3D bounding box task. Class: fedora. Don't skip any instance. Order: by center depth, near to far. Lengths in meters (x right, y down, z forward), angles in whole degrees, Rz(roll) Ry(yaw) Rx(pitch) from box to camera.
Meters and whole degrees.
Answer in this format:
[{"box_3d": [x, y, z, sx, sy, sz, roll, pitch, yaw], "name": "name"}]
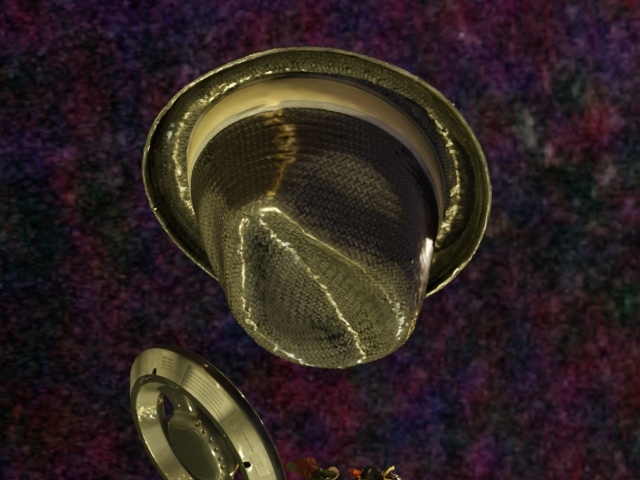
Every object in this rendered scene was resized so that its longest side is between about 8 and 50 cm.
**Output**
[{"box_3d": [0.000, 0.000, 0.932, 0.152, 0.334, 0.334, -92, 156, -44], "name": "fedora"}]

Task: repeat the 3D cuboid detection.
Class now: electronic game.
[{"box_3d": [-0.119, 0.209, 1.117, 0.048, 0.229, 0.229, -33, 117, -36], "name": "electronic game"}]

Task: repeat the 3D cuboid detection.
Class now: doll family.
[{"box_3d": [0.050, 0.309, 1.333, 0.111, 0.193, 0.076, 57, 33, -65], "name": "doll family"}]
